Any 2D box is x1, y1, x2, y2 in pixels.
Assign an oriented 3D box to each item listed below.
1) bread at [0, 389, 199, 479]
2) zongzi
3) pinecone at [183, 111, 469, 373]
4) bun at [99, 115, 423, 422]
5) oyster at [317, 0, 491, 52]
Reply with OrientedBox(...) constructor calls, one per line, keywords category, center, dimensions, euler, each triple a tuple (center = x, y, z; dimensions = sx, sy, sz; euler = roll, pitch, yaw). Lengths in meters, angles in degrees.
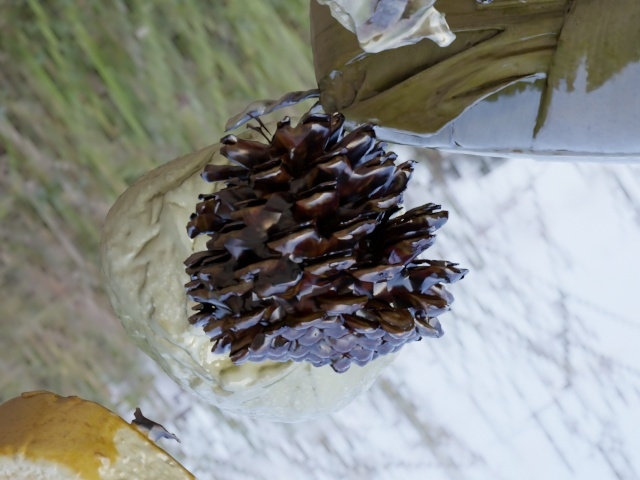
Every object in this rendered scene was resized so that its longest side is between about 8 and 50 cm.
OrientedBox(category="bread", center=(-0.128, 0.149, 1.020), dimensions=(0.122, 0.149, 0.073), euler=(-40, -165, 34))
OrientedBox(category="zongzi", center=(0.152, -0.190, 1.454), dimensions=(0.500, 0.218, 0.467), euler=(0, 168, 6))
OrientedBox(category="pinecone", center=(0.000, 0.000, 1.436), dimensions=(0.221, 0.221, 0.221), euler=(-30, -160, 12))
OrientedBox(category="bun", center=(-0.074, 0.045, 2.015), dimensions=(0.349, 0.352, 0.227), euler=(-63, 173, 32))
OrientedBox(category="oyster", center=(0.113, -0.268, 1.169), dimensions=(0.271, 0.275, 0.100), euler=(-18, -142, -18))
